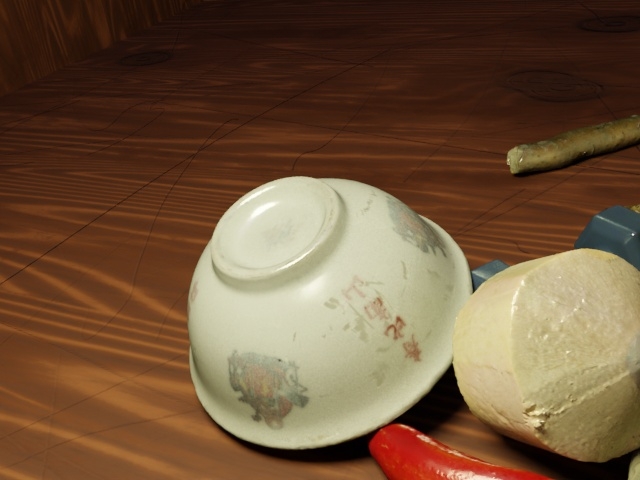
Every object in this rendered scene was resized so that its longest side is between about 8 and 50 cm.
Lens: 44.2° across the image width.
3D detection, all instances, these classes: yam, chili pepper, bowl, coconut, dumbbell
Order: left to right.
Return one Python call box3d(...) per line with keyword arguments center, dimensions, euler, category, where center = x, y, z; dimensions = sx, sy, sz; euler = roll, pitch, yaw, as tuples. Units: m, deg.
box3d(center=(-0.028, 0.042, 1.068), dimensions=(0.434, 0.196, 0.435), euler=(-16, 42, 15), category="bowl")
box3d(center=(0.180, 0.271, 0.895), dimensions=(0.368, 0.092, 0.137), euler=(18, 24, 35), category="chili pepper")
box3d(center=(0.354, 0.067, 1.145), dimensions=(0.316, 0.157, 0.143), euler=(-22, 1, -22), category="dumbbell")
box3d(center=(0.287, 0.130, 0.904), dimensions=(0.239, 0.239, 0.244), euler=(-19, -2, -18), category="coconut")
box3d(center=(0.536, -0.199, 1.644), dimensions=(0.317, 0.067, 0.071), euler=(-15, 16, -13), category="yam")

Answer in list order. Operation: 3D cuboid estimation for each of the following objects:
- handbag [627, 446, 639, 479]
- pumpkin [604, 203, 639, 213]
box3d(center=(0.429, 0.300, 0.726), dimensions=(0.315, 0.109, 0.253), euler=(10, 25, 26), category="handbag")
box3d(center=(0.540, -0.032, 1.360), dimensions=(0.083, 0.054, 0.074), euler=(-6, 33, -4), category="pumpkin")
